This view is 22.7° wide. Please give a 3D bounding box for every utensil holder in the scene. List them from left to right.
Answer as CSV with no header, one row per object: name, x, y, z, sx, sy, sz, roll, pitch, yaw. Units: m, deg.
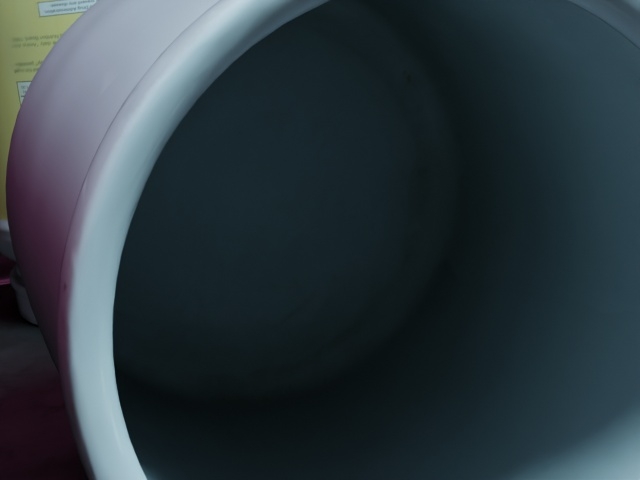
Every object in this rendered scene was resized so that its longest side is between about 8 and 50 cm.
utensil holder,0.000,0.000,0.841,0.328,0.327,0.385,-11,14,-15

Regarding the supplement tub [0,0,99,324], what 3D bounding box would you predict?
supplement tub,-0.174,-0.115,1.305,0.241,0.331,0.241,-6,15,2
